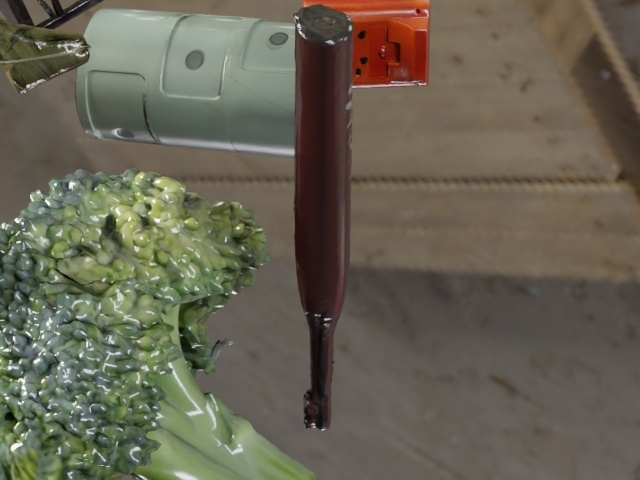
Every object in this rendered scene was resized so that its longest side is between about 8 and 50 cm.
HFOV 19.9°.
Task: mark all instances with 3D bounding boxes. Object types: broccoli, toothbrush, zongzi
[{"bbox_3d":[-0.135,0.076,1.274,0.302,0.249,0.375,12,-176,-3],"label":"broccoli"},{"bbox_3d":[0.001,0.000,1.188,0.041,0.041,0.364,23,138,21],"label":"toothbrush"},{"bbox_3d":[-0.242,-0.176,1.547,0.040,0.076,0.083,-97,-18,-73],"label":"zongzi"}]

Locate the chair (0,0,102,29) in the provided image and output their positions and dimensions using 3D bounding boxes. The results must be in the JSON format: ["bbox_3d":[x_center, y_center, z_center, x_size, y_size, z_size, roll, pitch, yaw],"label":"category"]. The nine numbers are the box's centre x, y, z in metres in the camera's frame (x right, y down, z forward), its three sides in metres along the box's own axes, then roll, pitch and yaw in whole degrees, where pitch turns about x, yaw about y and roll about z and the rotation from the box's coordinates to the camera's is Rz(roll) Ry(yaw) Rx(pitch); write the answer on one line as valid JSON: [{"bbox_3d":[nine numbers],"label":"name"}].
[{"bbox_3d":[-0.321,-0.225,1.710,0.084,0.212,0.101,49,167,35],"label":"chair"}]

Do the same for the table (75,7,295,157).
[{"bbox_3d":[-0.099,-0.145,1.675,0.220,0.126,0.126,6,143,15],"label":"table"}]

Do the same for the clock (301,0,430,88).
[{"bbox_3d":[0.052,-0.227,2.138,0.155,0.061,0.113,-2,121,-1],"label":"clock"}]

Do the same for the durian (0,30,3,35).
[{"bbox_3d":[-0.298,-0.071,1.141,0.095,0.221,0.137,26,170,47],"label":"durian"}]
